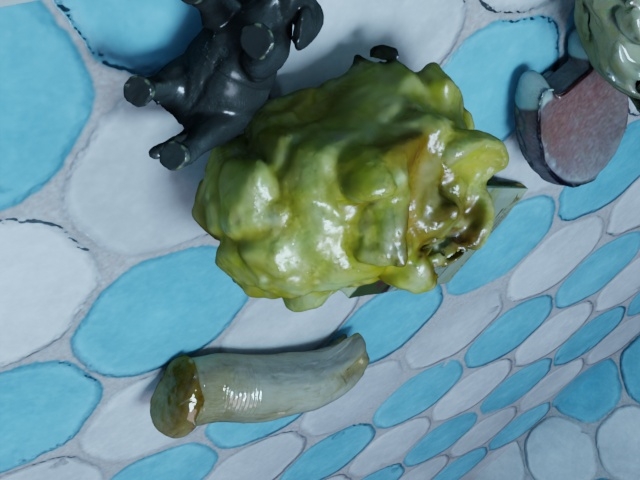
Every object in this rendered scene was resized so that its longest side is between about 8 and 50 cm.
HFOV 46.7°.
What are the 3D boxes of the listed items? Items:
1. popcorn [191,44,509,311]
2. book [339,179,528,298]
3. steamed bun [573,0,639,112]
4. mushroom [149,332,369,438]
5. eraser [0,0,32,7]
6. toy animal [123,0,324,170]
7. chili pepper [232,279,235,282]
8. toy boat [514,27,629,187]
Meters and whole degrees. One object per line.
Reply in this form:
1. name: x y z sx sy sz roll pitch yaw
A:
1. popcorn: 0.029 -0.051 0.695 0.286 0.252 0.215 -33 108 -18
2. book: 0.162 -0.006 1.010 0.289 0.026 0.201 -4 137 -53
3. steamed bun: 0.406 -0.263 0.758 0.268 0.207 0.280 41 113 -13
4. mushroom: -0.072 0.199 1.044 0.351 0.095 0.123 -4 119 -42
5. eraser: -0.202 -0.178 0.421 0.225 0.095 0.052 -20 149 -23
6. toy animal: -0.053 -0.166 0.560 0.269 0.082 0.137 -50 180 19
7. chili pepper: 0.000 0.000 0.880 0.227 0.059 0.088 -9 135 -39
8. toy boat: 0.312 -0.164 0.949 0.155 0.085 0.227 -43 137 -3
